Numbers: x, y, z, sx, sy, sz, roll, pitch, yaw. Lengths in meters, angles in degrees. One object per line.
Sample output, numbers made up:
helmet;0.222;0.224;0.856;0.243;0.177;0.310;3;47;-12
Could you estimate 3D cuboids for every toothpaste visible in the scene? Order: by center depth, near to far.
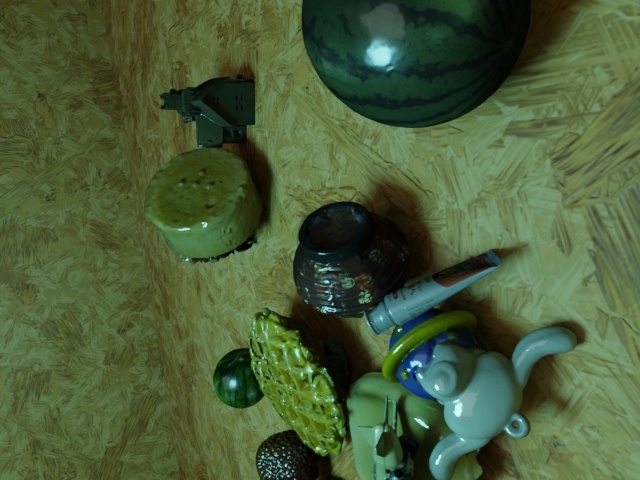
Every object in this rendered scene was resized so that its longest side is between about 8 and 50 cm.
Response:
toothpaste;0.184;0.084;0.697;0.234;0.089;0.057;-30;95;15

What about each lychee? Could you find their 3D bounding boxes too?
lychee;-0.088;0.634;1.187;0.194;0.194;0.194;17;111;50

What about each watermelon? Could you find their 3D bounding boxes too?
watermelon;0.117;-0.317;0.621;0.359;0.278;0.279;45;131;43
watermelon;-0.254;0.435;1.363;0.188;0.188;0.215;33;130;44

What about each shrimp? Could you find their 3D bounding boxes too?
shrimp;0.046;0.327;1.055;0.065;0.056;0.165;-22;70;37

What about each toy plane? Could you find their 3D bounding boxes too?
toy plane;0.122;0.396;0.715;0.092;0.229;0.244;-7;113;21

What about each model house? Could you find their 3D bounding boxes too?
model house;-0.344;-0.378;1.240;0.211;0.243;0.204;16;110;50

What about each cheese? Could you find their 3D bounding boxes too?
cheese;0.180;0.404;0.838;0.316;0.128;0.260;-15;84;51

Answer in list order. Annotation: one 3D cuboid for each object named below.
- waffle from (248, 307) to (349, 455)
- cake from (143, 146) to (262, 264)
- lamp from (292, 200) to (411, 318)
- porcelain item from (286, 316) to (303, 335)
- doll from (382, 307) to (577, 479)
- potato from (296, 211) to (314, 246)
waffle;-0.069;0.359;1.065;0.382;0.095;0.380;41;142;32
cake;-0.323;-0.069;1.281;0.332;0.332;0.321;52;167;32
lamp;0.060;0.048;0.837;0.247;0.247;0.247;17;111;50
porcelain item;-0.116;0.321;1.266;0.081;0.069;0.216;50;139;27
doll;0.231;0.193;0.680;0.311;0.159;0.243;-43;34;22
potato;-0.001;-0.002;0.998;0.112;0.112;0.147;-59;46;41
